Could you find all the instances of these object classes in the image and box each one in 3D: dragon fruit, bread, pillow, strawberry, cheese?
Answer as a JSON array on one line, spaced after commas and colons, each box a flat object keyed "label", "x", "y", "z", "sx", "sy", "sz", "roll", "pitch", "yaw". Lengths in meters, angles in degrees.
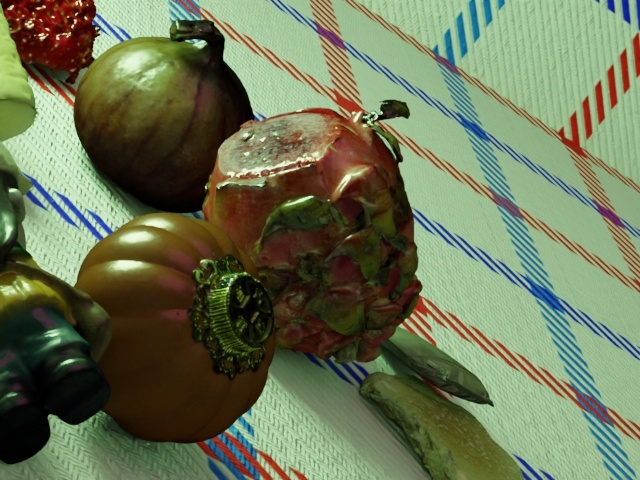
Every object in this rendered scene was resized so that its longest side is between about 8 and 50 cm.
[{"label": "dragon fruit", "x": 0.000, "y": 0.000, "z": 2.226, "sx": 0.269, "sy": 0.250, "sz": 0.291, "roll": -78, "pitch": 148, "yaw": -54}, {"label": "bread", "x": 0.160, "y": 0.239, "z": 2.272, "sx": 0.182, "sy": 0.039, "sz": 0.251, "roll": 11, "pitch": 31, "yaw": -52}, {"label": "pillow", "x": 0.123, "y": 0.142, "z": 2.379, "sx": 0.131, "sy": 0.038, "sz": 0.233, "roll": 27, "pitch": 4, "yaw": -28}, {"label": "strawberry", "x": -0.376, "y": -0.299, "z": 2.472, "sx": 0.188, "sy": 0.106, "sz": 0.286, "roll": 46, "pitch": 21, "yaw": 30}, {"label": "cheese", "x": -0.387, "y": -0.189, "z": 2.127, "sx": 0.123, "sy": 0.094, "sz": 0.167, "roll": -7, "pitch": 61, "yaw": -33}]

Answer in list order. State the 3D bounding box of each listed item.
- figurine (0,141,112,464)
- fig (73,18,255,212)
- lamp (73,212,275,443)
[{"label": "figurine", "x": -0.311, "y": 0.021, "z": 1.705, "sx": 0.332, "sy": 0.185, "sz": 0.204, "roll": 50, "pitch": -13, "yaw": 44}, {"label": "fig", "x": -0.176, "y": -0.144, "z": 2.335, "sx": 0.235, "sy": 0.214, "sz": 0.235, "roll": 52, "pitch": -3, "yaw": 4}, {"label": "lamp", "x": -0.141, "y": 0.083, "z": 1.845, "sx": 0.223, "sy": 0.196, "sz": 0.223, "roll": 22, "pitch": 61, "yaw": -49}]
